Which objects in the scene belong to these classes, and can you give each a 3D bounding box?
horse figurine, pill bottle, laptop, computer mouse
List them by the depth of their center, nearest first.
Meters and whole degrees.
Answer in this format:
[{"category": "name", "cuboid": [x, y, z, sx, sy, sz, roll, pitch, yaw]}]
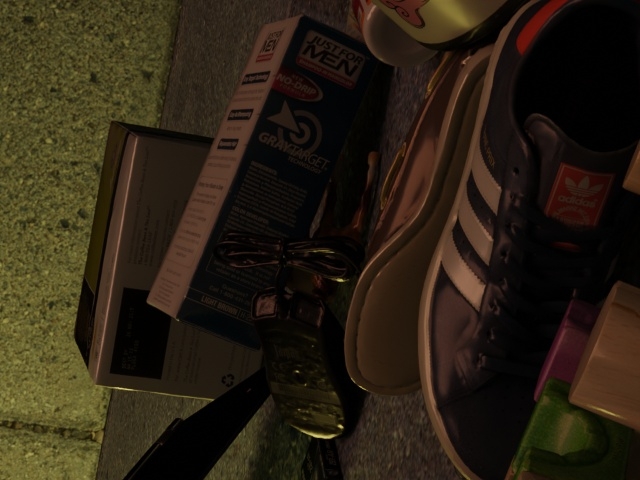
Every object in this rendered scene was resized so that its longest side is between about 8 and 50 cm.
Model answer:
[{"category": "pill bottle", "cuboid": [0.072, -0.240, 1.547, 0.152, 0.086, 0.086, -105, 27, -56]}, {"category": "computer mouse", "cuboid": [0.013, 0.089, 1.566, 0.060, 0.184, 0.262, -50, -49, -43]}, {"category": "horse figurine", "cuboid": [0.000, 0.000, 1.726, 0.263, 0.066, 0.174, 156, 128, -70]}, {"category": "laptop", "cuboid": [-0.148, 0.365, 1.787, 0.382, 0.236, 0.408, -48, -46, -51]}]

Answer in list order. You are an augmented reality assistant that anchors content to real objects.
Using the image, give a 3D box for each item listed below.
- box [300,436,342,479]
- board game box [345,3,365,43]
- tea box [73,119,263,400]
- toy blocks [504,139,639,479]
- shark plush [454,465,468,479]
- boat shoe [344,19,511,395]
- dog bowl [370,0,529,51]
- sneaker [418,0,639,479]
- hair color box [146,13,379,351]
[{"category": "box", "cuboid": [0.000, 0.249, 1.668, 0.083, 0.018, 0.067, -103, 26, -54]}, {"category": "board game box", "cuboid": [0.063, -0.258, 1.707, 0.154, 0.026, 0.103, -169, 88, -75]}, {"category": "tea box", "cuboid": [-0.195, 0.021, 2.137, 0.323, 0.220, 0.329, -147, 67, -73]}, {"category": "toy blocks", "cuboid": [0.194, 0.145, 0.619, 0.288, 0.260, 0.309, -54, -15, -65]}, {"category": "shark plush", "cuboid": [0.118, 0.134, 1.198, 0.161, 0.067, 0.073, -102, 25, -53]}, {"category": "boat shoe", "cuboid": [0.101, -0.024, 1.273, 0.097, 0.116, 0.324, -100, 27, -62]}, {"category": "dog bowl", "cuboid": [0.106, -0.362, 1.211, 0.408, 0.150, 0.408, -51, 27, 39]}, {"category": "sneaker", "cuboid": [0.151, -0.006, 1.032, 0.148, 0.131, 0.350, 152, 125, -77]}, {"category": "hair color box", "cuboid": [-0.065, -0.064, 1.712, 0.347, 0.105, 0.174, -68, 17, -3]}]
